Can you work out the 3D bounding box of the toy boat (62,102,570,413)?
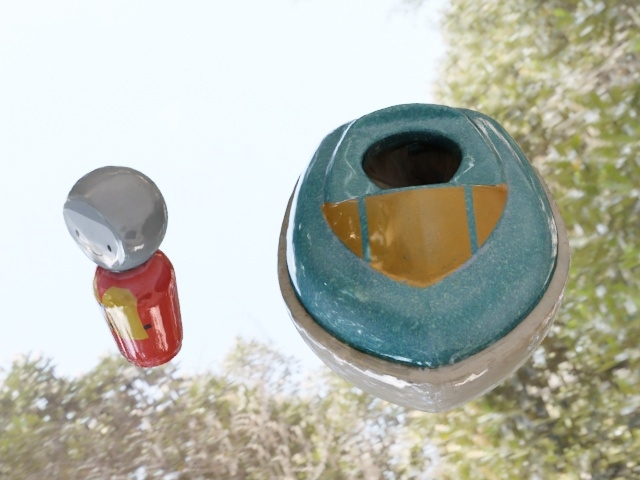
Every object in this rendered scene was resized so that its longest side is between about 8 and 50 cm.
[{"bbox_3d":[0.000,0.000,0.794,0.318,0.148,0.267,-9,-142,0],"label":"toy boat"}]
